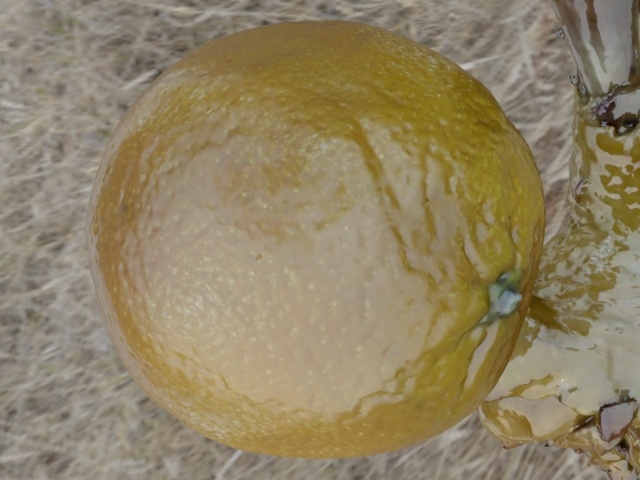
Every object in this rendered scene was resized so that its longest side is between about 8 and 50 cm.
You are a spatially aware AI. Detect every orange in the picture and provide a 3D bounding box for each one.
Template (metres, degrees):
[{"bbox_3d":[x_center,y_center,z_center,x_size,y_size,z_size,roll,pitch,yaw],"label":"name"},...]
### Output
[{"bbox_3d":[0.000,0.000,0.898,0.264,0.264,0.264,4,101,21],"label":"orange"}]

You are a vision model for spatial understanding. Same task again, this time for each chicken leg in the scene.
[{"bbox_3d":[0.193,0.016,1.106,0.295,0.182,0.409,-19,109,-12],"label":"chicken leg"}]
